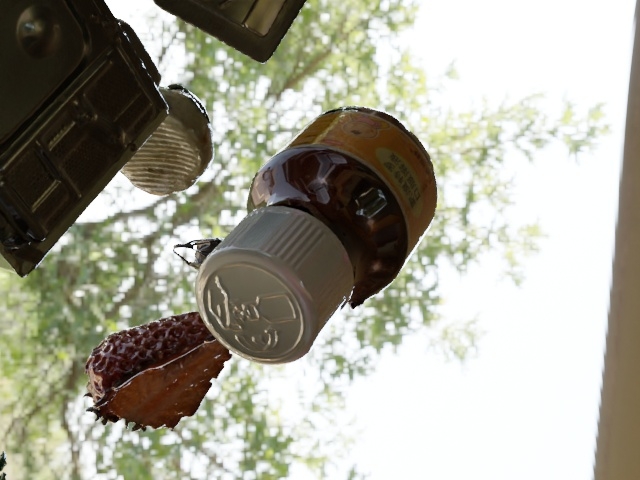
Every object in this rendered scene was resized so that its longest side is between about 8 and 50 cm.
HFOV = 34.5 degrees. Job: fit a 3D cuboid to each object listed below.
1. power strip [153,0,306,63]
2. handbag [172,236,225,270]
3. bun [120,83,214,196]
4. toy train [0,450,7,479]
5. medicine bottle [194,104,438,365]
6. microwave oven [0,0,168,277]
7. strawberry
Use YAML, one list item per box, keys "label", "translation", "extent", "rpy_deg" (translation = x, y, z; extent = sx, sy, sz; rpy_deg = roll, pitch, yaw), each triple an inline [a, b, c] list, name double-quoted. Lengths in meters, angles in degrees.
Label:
- label: "power strip"
  translation: [-0.142, -0.487, 1.873]
  extent: [0.257, 0.251, 0.092]
  rpy_deg: [-57, -159, 15]
- label: "handbag"
  translation: [-0.209, 0.027, 1.872]
  extent: [0.115, 0.139, 0.072]
  rpy_deg: [1, -100, 46]
- label: "bun"
  translation: [-0.326, -0.217, 2.120]
  extent: [0.141, 0.239, 0.239]
  rpy_deg: [-76, 180, -56]
- label: "toy train"
  translation: [-0.524, 0.383, 1.626]
  extent: [0.081, 0.050, 0.122]
  rpy_deg: [-71, -157, 11]
- label: "medicine bottle"
  translation: [0.000, 0.000, 1.356]
  extent: [0.395, 0.242, 0.242]
  rpy_deg: [-57, 167, -50]
- label: "microwave oven"
  translation: [-0.365, -0.209, 0.862]
  extent: [0.333, 0.247, 0.394]
  rpy_deg: [13, -35, 34]
- label: "strawberry"
  translation: [-0.317, 0.221, 1.919]
  extent: [0.280, 0.253, 0.150]
  rpy_deg: [-56, -129, 25]
